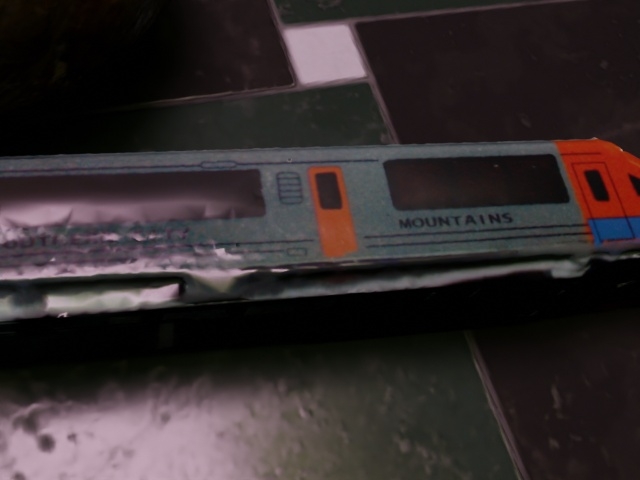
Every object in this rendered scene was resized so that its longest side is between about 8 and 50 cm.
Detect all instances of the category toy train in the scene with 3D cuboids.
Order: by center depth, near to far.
[{"bbox_3d":[0.000,0.000,0.404,0.410,0.086,0.089,-4,62,-14],"label":"toy train"}]

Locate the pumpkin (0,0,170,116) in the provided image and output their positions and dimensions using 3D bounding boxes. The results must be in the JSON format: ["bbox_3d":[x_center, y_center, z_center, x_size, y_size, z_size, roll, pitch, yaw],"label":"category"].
[{"bbox_3d":[-0.160,-0.192,0.377,0.232,0.242,0.324,24,41,-22],"label":"pumpkin"}]
